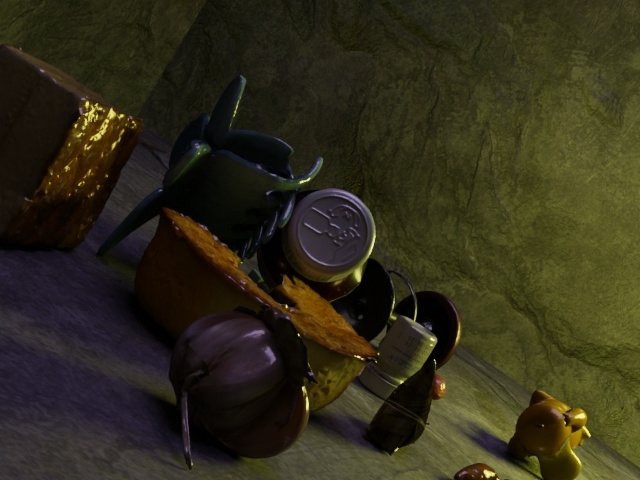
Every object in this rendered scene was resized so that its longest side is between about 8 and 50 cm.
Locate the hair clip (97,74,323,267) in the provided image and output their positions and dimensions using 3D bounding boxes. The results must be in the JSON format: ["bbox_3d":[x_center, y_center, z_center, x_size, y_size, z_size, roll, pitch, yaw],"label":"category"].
[{"bbox_3d":[-0.184,-0.097,1.922,0.238,0.318,0.392,38,43,-12],"label":"hair clip"}]

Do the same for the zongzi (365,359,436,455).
[{"bbox_3d":[0.174,0.289,1.841,0.084,0.184,0.187,35,6,16],"label":"zongzi"}]

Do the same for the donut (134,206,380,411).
[{"bbox_3d":[-0.113,0.139,1.714,0.435,0.163,0.377,32,6,-34],"label":"donut"}]

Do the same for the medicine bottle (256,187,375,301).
[{"bbox_3d":[0.000,0.000,2.061,0.242,0.243,0.395,32,-15,-2],"label":"medicine bottle"}]

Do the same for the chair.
[{"bbox_3d":[0.187,0.198,2.489,0.226,0.227,0.401,37,7,40],"label":"chair"}]

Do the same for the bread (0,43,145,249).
[{"bbox_3d":[-0.462,-0.146,1.677,0.207,0.279,0.279,31,7,11],"label":"bread"}]

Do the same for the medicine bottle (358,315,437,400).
[{"bbox_3d":[0.167,0.254,2.189,0.105,0.168,0.105,32,5,-3],"label":"medicine bottle"}]

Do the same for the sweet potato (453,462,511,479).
[{"bbox_3d":[0.303,0.444,1.888,0.055,0.058,0.202,8,-13,46],"label":"sweet potato"}]

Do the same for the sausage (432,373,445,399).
[{"bbox_3d":[0.271,0.352,2.471,0.054,0.059,0.094,44,-3,-22],"label":"sausage"}]

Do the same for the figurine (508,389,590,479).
[{"bbox_3d":[0.539,0.454,2.412,0.215,0.215,0.228,32,17,-1],"label":"figurine"}]

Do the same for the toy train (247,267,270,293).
[{"bbox_3d":[-0.091,0.136,2.284,0.125,0.081,0.194,18,18,-33],"label":"toy train"}]

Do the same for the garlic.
[{"bbox_3d":[-0.095,0.181,1.294,0.207,0.207,0.257,32,13,-2],"label":"garlic"}]
